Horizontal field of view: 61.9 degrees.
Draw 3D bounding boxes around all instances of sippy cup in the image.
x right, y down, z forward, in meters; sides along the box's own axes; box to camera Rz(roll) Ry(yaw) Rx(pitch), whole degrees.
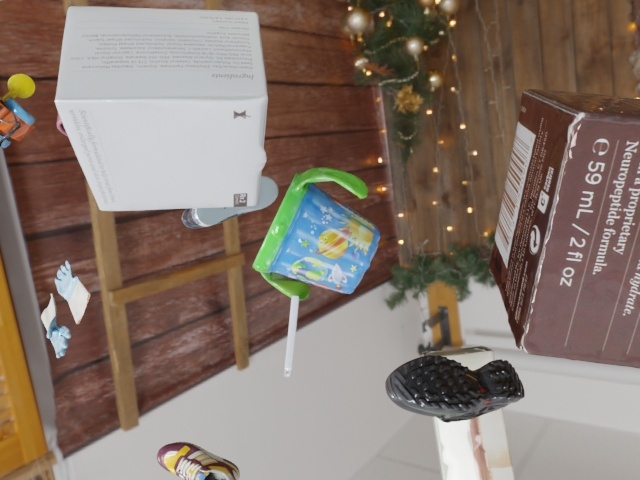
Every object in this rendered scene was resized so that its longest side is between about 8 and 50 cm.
[{"bbox_3d":[0.000,0.000,1.166,0.224,0.240,0.305,25,163,-5],"label":"sippy cup"}]

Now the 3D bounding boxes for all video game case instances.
[{"bbox_3d":[-0.064,0.214,1.175,0.019,0.157,0.143,6,159,-2],"label":"video game case"}]

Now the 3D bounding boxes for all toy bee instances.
[{"bbox_3d":[-0.704,-0.295,1.151,0.298,0.162,0.195,-8,-140,53],"label":"toy bee"}]

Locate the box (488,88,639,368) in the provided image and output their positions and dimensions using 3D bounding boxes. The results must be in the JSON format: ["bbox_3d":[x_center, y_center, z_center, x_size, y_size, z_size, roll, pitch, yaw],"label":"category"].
[{"bbox_3d":[0.251,-0.015,0.397,0.203,0.168,0.167,6,-159,7],"label":"box"}]

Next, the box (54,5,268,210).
[{"bbox_3d":[-0.152,-0.127,0.554,0.182,0.119,0.181,-3,152,-11],"label":"box"}]

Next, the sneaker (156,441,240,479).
[{"bbox_3d":[-0.262,0.481,1.125,0.185,0.069,0.084,16,176,1],"label":"sneaker"}]

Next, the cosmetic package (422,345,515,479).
[{"bbox_3d":[0.281,0.358,1.015,0.129,0.296,0.153,-9,172,9],"label":"cosmetic package"}]

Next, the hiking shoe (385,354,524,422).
[{"bbox_3d":[0.178,0.224,0.753,0.227,0.114,0.086,9,-135,-26],"label":"hiking shoe"}]

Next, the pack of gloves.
[{"bbox_3d":[-0.658,0.165,1.332,0.046,0.195,0.232,15,-167,-43],"label":"pack of gloves"}]

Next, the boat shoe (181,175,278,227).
[{"bbox_3d":[-0.172,-0.074,1.008,0.183,0.065,0.083,-24,-169,-34],"label":"boat shoe"}]

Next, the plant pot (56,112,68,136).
[{"bbox_3d":[-0.445,-0.307,1.149,0.201,0.180,0.201,5,171,1],"label":"plant pot"}]
